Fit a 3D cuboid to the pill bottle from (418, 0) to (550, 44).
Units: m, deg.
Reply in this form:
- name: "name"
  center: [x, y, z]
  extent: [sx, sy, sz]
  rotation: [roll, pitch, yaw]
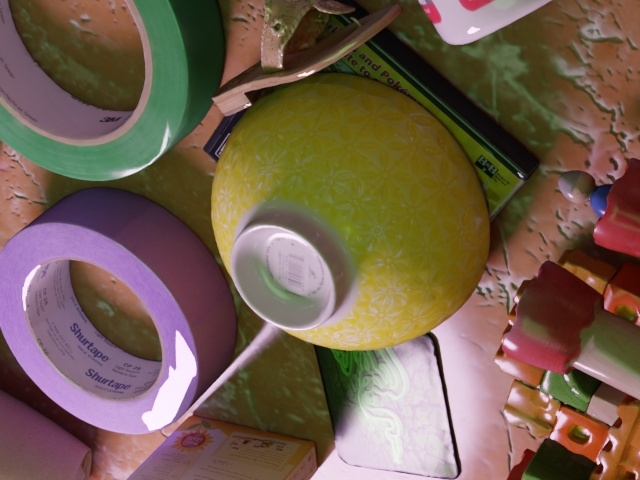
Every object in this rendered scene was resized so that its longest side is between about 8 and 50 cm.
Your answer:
- name: "pill bottle"
  center: [0.098, -0.336, 1.371]
  extent: [0.176, 0.176, 0.318]
  rotation: [-23, 105, 39]

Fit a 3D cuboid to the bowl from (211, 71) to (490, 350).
- name: "bowl"
  center: [0.000, 0.000, 1.608]
  extent: [0.289, 0.156, 0.289]
  rotation: [16, 126, 24]

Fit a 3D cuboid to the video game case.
- name: "video game case"
  center: [0.043, -0.083, 1.657]
  extent: [0.275, 0.035, 0.248]
  rotation: [42, 131, 4]

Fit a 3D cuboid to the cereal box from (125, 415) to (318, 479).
- name: "cereal box"
  center: [-0.133, 0.288, 1.859]
  extent: [0.173, 0.240, 0.047]
  rotation: [10, 122, 27]

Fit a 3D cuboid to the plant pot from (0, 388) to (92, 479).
- name: "plant pot"
  center: [-0.430, 0.280, 2.059]
  extent: [0.274, 0.256, 0.256]
  rotation: [15, 126, 4]

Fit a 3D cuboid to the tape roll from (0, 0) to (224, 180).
- name: "tape roll"
  center: [-0.254, -0.220, 1.728]
  extent: [0.321, 0.077, 0.321]
  rotation: [15, 124, 23]

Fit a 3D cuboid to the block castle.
- name: "block castle"
  center: [0.223, 0.170, 1.526]
  extent: [0.213, 0.303, 0.453]
  rotation: [26, 128, 17]

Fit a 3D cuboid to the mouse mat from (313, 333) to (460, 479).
- name: "mouse mat"
  center: [0.070, 0.175, 1.819]
  extent: [0.153, 0.007, 0.189]
  rotation: [3, 119, 30]

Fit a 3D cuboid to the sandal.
- name: "sandal"
  center: [-0.035, -0.191, 1.560]
  extent: [0.240, 0.088, 0.079]
  rotation: [-23, 108, 45]

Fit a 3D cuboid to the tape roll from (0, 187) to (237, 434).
- name: "tape roll"
  center: [-0.233, 0.081, 1.893]
  extent: [0.275, 0.090, 0.275]
  rotation: [15, 124, 23]
